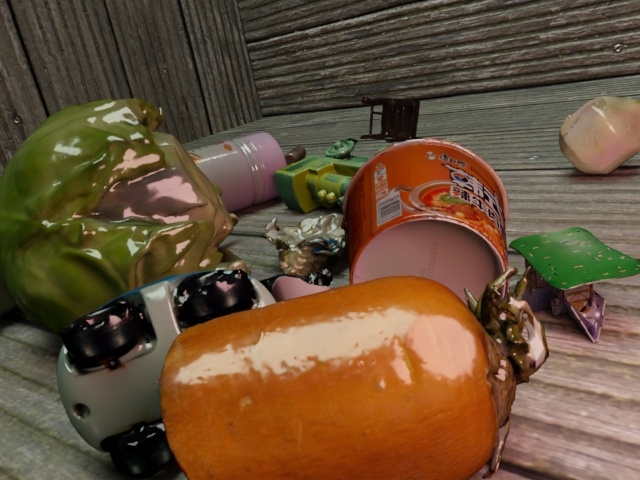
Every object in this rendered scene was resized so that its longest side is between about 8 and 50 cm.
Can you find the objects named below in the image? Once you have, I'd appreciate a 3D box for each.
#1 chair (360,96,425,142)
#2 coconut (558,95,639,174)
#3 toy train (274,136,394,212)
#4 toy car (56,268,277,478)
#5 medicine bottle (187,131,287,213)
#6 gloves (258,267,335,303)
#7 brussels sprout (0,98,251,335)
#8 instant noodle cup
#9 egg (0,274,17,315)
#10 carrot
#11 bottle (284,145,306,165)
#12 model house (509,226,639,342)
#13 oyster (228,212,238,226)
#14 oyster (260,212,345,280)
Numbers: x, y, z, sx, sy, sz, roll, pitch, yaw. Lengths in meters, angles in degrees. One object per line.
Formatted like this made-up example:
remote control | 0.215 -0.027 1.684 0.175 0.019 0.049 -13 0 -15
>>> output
chair | 0.216 -0.297 1.379 0.229 0.113 0.106 -11 22 -40
coconut | 0.638 -0.246 1.233 0.171 0.183 0.171 22 38 -18
toy train | 0.068 -0.146 1.370 0.237 0.150 0.369 -29 25 -22
toy car | -0.162 0.132 0.639 0.255 0.188 0.190 -21 11 -14
medicine bottle | -0.272 -0.173 1.536 0.316 0.202 0.202 -21 21 -28
gloves | -0.036 0.101 0.820 0.129 0.106 0.180 -13 -9 -9
brussels sprout | -0.357 -0.016 0.946 0.361 0.425 0.342 -33 -25 2
instant noodle cup | 0.142 0.008 0.752 0.250 0.250 0.192 -7 27 13
egg | -0.689 0.048 1.122 0.218 0.218 0.295 -11 11 0
carrot | 0.054 0.136 0.496 0.331 0.214 0.193 -16 48 -2
bottle | -0.094 -0.319 2.073 0.053 0.053 0.140 -5 21 17
model house | 0.327 0.057 0.714 0.117 0.088 0.167 -12 21 -2
oyster | -0.381 0.030 1.215 0.396 0.111 0.204 -10 37 2
oyster | 0.000 0.000 1.075 0.223 0.083 0.214 -11 22 -16
